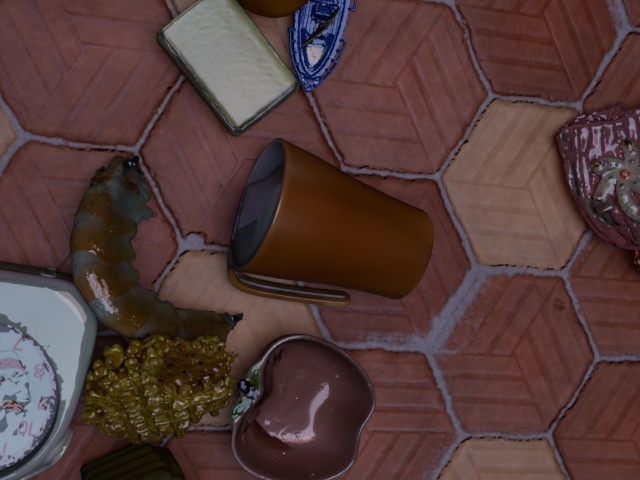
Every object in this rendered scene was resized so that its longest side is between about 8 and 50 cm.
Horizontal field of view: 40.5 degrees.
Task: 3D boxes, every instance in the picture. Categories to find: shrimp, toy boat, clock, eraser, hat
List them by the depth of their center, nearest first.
[{"bbox_3d":[-0.437,0.185,1.105,0.265,0.108,0.324,12,93,-15],"label":"clock"},{"bbox_3d":[-0.225,0.043,1.123,0.287,0.068,0.185,50,46,-10],"label":"shrimp"},{"bbox_3d":[0.000,-0.286,1.162,0.091,0.110,0.175,10,94,-11],"label":"toy boat"},{"bbox_3d":[-0.124,-0.238,1.163,0.117,0.058,0.172,-40,102,-8],"label":"eraser"},{"bbox_3d":[0.489,-0.068,1.293,0.236,0.107,0.287,-13,93,-1],"label":"hat"}]

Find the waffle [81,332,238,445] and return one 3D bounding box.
[{"bbox_3d":[-0.204,0.188,1.107,0.193,0.070,0.197,3,136,-29],"label":"waffle"}]

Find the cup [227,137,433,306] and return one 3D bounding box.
[{"bbox_3d":[0.000,0.000,1.173,0.263,0.182,0.226,18,124,-20],"label":"cup"}]

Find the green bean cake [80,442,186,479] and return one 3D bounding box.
[{"bbox_3d":[-0.208,0.390,1.116,0.124,0.233,0.236,-23,100,-16],"label":"green bean cake"}]

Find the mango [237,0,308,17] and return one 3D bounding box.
[{"bbox_3d":[-0.059,-0.394,1.111,0.120,0.151,0.221,12,72,-47],"label":"mango"}]

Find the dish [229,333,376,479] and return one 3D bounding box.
[{"bbox_3d":[-0.035,0.227,1.210,0.213,0.090,0.214,-2,97,-14],"label":"dish"}]
